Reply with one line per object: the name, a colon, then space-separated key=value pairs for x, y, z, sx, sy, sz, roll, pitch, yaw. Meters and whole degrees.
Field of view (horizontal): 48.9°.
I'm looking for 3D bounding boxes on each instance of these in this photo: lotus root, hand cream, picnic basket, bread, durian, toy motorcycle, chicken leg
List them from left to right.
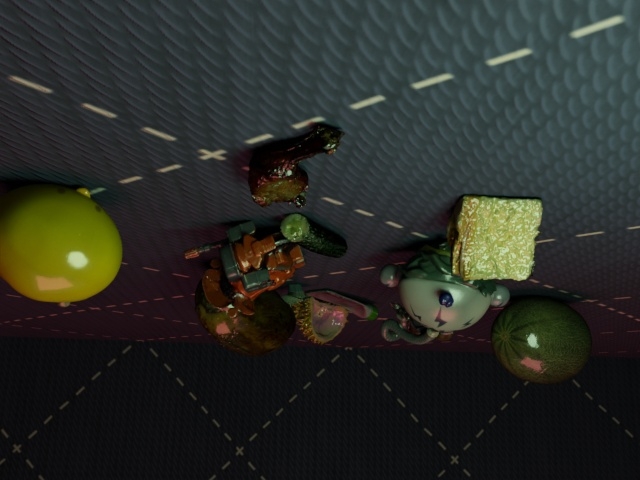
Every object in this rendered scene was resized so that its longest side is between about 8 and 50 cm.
lotus root: x=-0.178 y=0.179 z=1.739 sx=0.179 sy=0.196 sz=0.397 roll=-29 pitch=154 yaw=8
toy motorcycle: x=-0.138 y=0.056 z=1.398 sx=0.221 sy=0.148 sz=0.326 roll=-20 pitch=168 yaw=-3
chicken leg: x=-0.044 y=-0.094 z=0.956 sx=0.105 sy=0.051 sz=0.253 roll=0 pitch=166 yaw=-17
picnic basket: x=-0.063 y=0.156 z=1.859 sx=0.083 sy=0.083 sz=0.065 roll=10 pitch=158 yaw=-41
durian: x=-0.007 y=0.224 z=2.080 sx=0.132 sy=0.165 sz=0.182 roll=-37 pitch=176 yaw=18
hand cream: x=0.069 y=0.180 z=2.033 sx=0.079 sy=0.050 sz=0.275 roll=-35 pitch=143 yaw=24
bread: x=0.283 y=-0.013 z=1.152 sx=0.147 sy=0.127 sz=0.152 roll=1 pitch=148 yaw=3

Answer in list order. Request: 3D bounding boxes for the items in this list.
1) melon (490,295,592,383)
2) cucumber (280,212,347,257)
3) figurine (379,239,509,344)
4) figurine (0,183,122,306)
melon: x=0.600 y=0.272 z=1.927 sx=0.301 sy=0.238 sz=0.237 roll=15 pitch=161 yaw=-36
cucumber: x=0.000 y=0.000 z=1.312 sx=0.058 sy=0.052 sz=0.214 roll=27 pitch=180 yaw=29
figurine: x=0.256 y=0.112 z=1.471 sx=0.261 sy=0.186 sz=0.382 roll=-5 pitch=161 yaw=2
figurine: x=-0.452 y=0.013 z=1.188 sx=0.215 sy=0.187 sz=0.343 roll=20 pitch=167 yaw=-19
